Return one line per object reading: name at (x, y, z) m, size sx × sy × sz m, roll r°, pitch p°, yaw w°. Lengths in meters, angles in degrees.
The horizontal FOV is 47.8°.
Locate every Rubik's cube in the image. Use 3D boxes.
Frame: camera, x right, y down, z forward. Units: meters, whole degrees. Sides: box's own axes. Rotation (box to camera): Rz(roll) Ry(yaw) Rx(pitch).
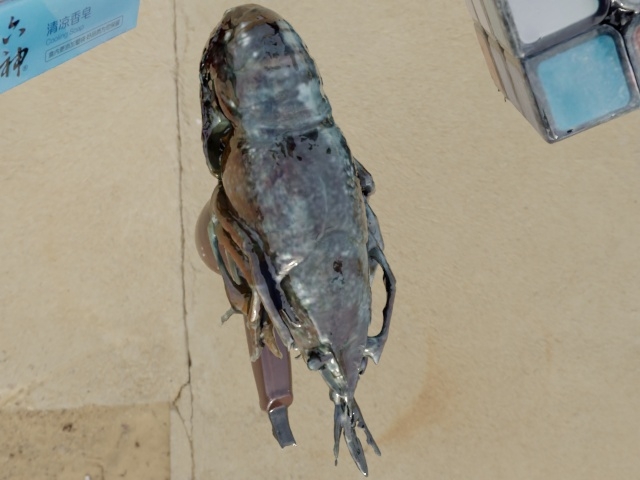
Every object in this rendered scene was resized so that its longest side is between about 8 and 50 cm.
Rubik's cube at (0.355, -0.370, 0.891) m, size 0.359 × 0.362 × 0.363 m, roll -25°, pitch 110°, yaw 11°

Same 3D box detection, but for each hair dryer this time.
hair dryer at (-0.050, 0.092, 0.864) m, size 0.123 × 0.313 × 0.340 m, roll -11°, pitch 91°, yaw -26°

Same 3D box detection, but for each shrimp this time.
shrimp at (0.000, -0.002, 0.579) m, size 0.172 × 0.137 × 0.372 m, roll -22°, pitch 108°, yaw -33°

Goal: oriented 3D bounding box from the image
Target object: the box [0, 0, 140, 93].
box at (-0.260, -0.193, 0.545) m, size 0.143 × 0.232 × 0.083 m, roll 33°, pitch 135°, yaw 8°
